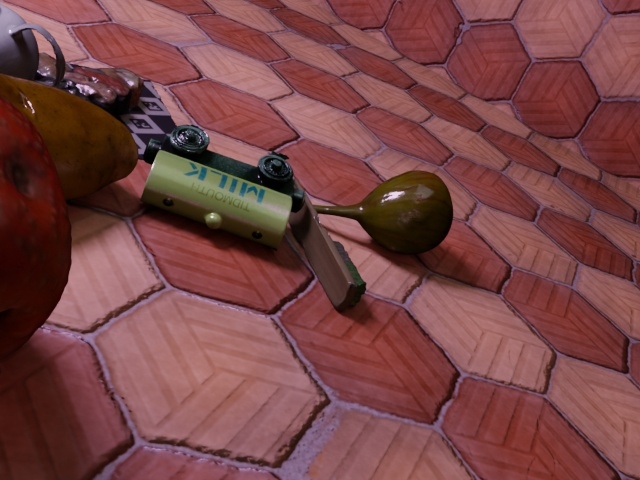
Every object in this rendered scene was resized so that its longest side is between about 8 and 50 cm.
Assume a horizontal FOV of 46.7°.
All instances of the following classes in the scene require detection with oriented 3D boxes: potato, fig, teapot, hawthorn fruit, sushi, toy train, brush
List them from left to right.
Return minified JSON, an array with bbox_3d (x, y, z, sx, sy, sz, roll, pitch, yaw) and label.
[{"bbox_3d":[-0.345,0.000,0.627,0.275,0.275,0.300,-12,56,-50],"label":"hawthorn fruit"},{"bbox_3d":[-0.506,-0.279,1.061,0.294,0.130,0.193,11,36,5],"label":"teapot"},{"bbox_3d":[-0.391,-0.125,0.912,0.195,0.177,0.369,12,11,35],"label":"potato"},{"bbox_3d":[-0.385,-0.253,1.221,0.339,0.069,0.320,6,34,-35],"label":"sushi"},{"bbox_3d":[-0.146,-0.072,1.100,0.253,0.105,0.157,19,42,-11],"label":"toy train"},{"bbox_3d":[0.000,0.000,1.145,0.048,0.054,0.282,18,28,-36],"label":"brush"},{"bbox_3d":[0.098,-0.061,1.244,0.259,0.151,0.151,11,31,-21],"label":"fig"}]
